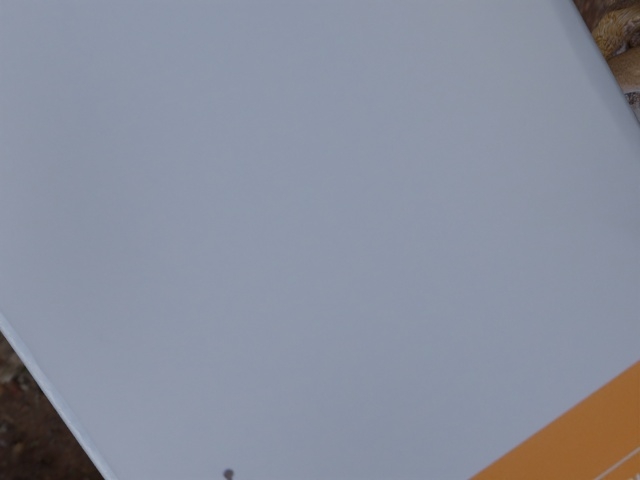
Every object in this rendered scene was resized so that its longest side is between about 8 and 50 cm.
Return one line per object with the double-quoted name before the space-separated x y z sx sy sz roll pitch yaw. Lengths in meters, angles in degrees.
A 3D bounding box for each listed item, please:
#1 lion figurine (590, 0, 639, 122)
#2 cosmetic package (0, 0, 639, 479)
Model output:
"lion figurine" 0.301 -0.065 0.862 0.142 0.240 0.392 114 137 -59
"cosmetic package" 0.000 0.000 0.465 0.230 0.161 0.453 -34 101 -6
